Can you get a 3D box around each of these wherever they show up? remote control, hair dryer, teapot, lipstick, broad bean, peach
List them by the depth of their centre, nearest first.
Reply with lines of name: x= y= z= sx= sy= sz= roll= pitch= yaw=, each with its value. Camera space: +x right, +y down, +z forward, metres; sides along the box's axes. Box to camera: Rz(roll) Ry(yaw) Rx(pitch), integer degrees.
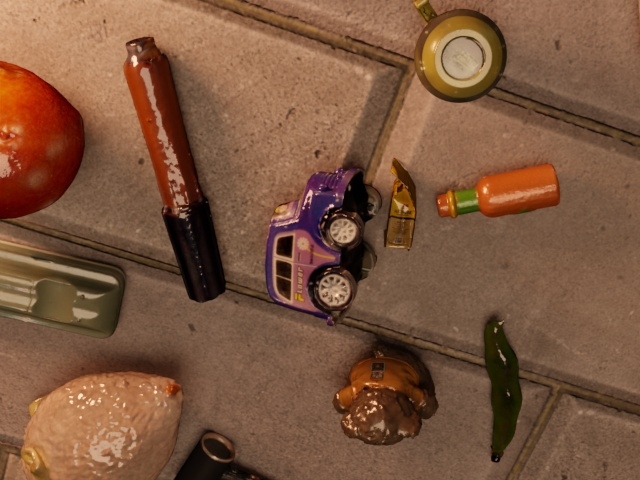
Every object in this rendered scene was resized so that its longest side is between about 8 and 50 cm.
teapot: x=0.186 y=-0.277 z=1.340 sx=0.130 sy=0.119 sz=0.166 roll=-36 pitch=101 yaw=9
peach: x=-0.460 y=-0.147 z=1.363 sx=0.243 sy=0.199 sz=0.244 roll=3 pitch=76 yaw=-12
lipstick: x=-0.221 y=-0.102 z=1.445 sx=0.077 sy=0.077 sz=0.419 roll=-10 pitch=112 yaw=5
remote control: x=-0.490 y=0.072 z=1.529 sx=0.335 sy=0.065 sz=0.128 roll=13 pitch=111 yaw=-6
broad bean: x=0.316 y=0.260 z=1.620 sx=0.060 sy=0.043 sz=0.298 roll=-2 pitch=116 yaw=12
hair dryer: x=-0.135 y=0.452 z=1.702 sx=0.255 sy=0.070 sz=0.128 roll=30 pitch=112 yaw=-17

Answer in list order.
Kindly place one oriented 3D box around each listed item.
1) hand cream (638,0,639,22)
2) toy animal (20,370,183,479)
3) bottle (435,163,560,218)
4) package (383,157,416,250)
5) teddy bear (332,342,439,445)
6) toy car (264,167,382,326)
hand cream: x=0.493 y=-0.388 z=1.327 sx=0.124 sy=0.078 sz=0.341 roll=-6 pitch=106 yaw=4
toy animal: x=-0.372 y=0.336 z=1.580 sx=0.226 sy=0.188 sz=0.358 roll=38 pitch=108 yaw=-20
bottle: x=0.273 y=-0.070 z=1.462 sx=0.187 sy=0.069 sz=0.069 roll=-10 pitch=114 yaw=6
package: x=0.126 y=-0.056 z=1.465 sx=0.047 sy=0.071 sz=0.131 roll=7 pitch=112 yaw=4
teddy bear: x=0.104 y=0.260 z=1.542 sx=0.177 sy=0.190 sz=0.140 roll=-3 pitch=121 yaw=7
toy car: x=0.000 y=0.000 z=1.447 sx=0.157 sy=0.172 sz=0.235 roll=10 pitch=110 yaw=12
